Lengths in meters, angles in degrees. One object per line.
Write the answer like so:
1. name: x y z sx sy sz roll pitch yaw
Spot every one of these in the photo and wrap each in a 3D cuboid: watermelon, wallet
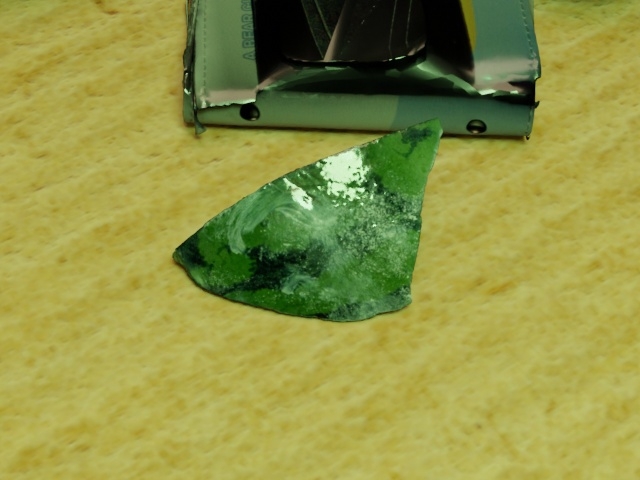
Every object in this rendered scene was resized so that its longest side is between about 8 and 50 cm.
1. watermelon: -0.003 0.000 0.756 0.155 0.080 0.101 -12 86 -16
2. wallet: 0.024 -0.140 0.862 0.231 0.069 0.170 0 54 -1
